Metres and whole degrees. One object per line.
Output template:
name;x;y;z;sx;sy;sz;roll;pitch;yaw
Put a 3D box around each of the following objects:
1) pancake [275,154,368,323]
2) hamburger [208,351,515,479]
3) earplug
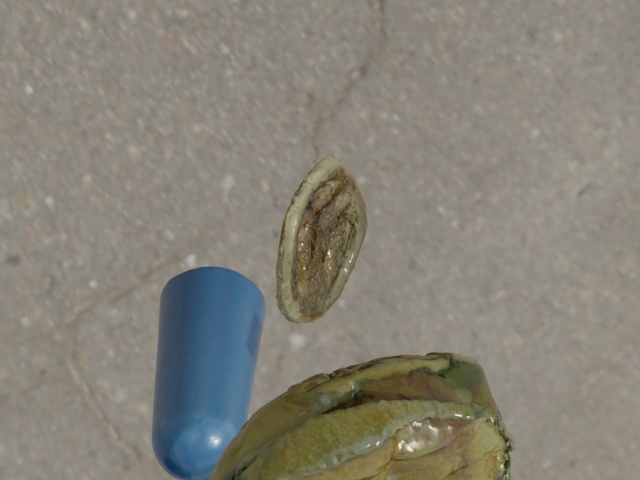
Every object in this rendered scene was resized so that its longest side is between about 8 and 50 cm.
pancake;0.000;0.000;1.266;0.139;0.022;0.139;-40;138;-48
hamburger;0.018;0.195;1.142;0.265;0.134;0.285;-1;126;-29
earplug;-0.137;0.169;1.876;0.132;0.273;0.132;1;131;1
